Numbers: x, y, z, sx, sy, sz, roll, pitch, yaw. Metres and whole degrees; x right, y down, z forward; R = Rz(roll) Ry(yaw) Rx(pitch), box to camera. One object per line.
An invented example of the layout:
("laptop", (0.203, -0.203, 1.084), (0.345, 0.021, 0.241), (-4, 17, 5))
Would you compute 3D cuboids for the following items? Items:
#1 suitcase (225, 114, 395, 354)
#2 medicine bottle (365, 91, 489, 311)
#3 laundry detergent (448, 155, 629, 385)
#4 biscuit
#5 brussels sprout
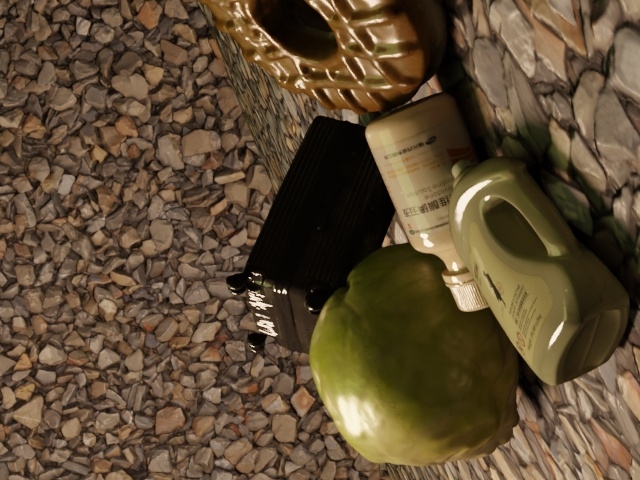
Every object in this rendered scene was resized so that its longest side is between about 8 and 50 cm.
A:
("suitcase", (0.000, 0.000, 1.388), (0.229, 0.152, 0.335), (83, -154, -58))
("medicine bottle", (0.147, -0.041, 1.053), (0.114, 0.114, 0.252), (-152, 38, -77))
("laundry detergent", (0.204, 0.008, 0.909), (0.181, 0.091, 0.253), (81, 164, -55))
("biscuit", (-0.007, -0.270, 1.015), (0.332, 0.103, 0.332), (29, 160, 11))
("brussels sprout", (0.124, 0.165, 1.197), (0.242, 0.273, 0.317), (-3, 111, 59))
